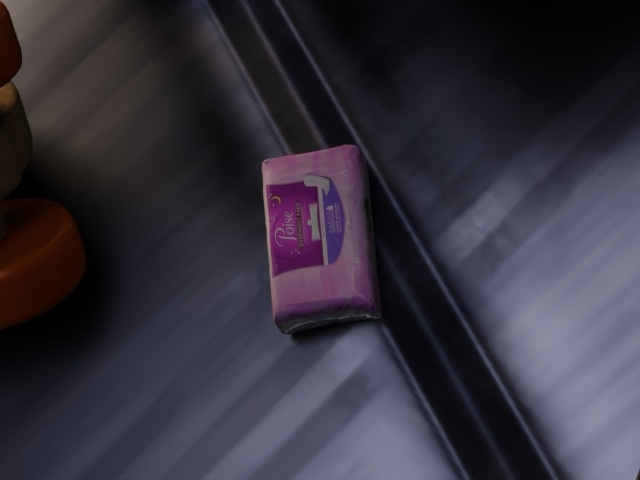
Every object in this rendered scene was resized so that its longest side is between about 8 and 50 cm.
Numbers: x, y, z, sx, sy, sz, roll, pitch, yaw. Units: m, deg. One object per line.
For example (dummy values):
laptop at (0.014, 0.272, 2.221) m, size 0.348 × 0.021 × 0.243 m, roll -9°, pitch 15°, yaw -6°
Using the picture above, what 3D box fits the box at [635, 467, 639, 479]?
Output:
box at (0.222, 0.100, 0.443) m, size 0.190 × 0.045 × 0.184 m, roll 19°, pitch 80°, yaw 20°

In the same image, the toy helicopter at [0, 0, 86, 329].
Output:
toy helicopter at (-0.301, 0.000, 0.525) m, size 0.355 × 0.140 × 0.235 m, roll -33°, pitch 36°, yaw -33°

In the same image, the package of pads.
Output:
package of pads at (0.000, 0.000, 0.546) m, size 0.050 × 0.032 × 0.083 m, roll -9°, pitch 69°, yaw 11°
